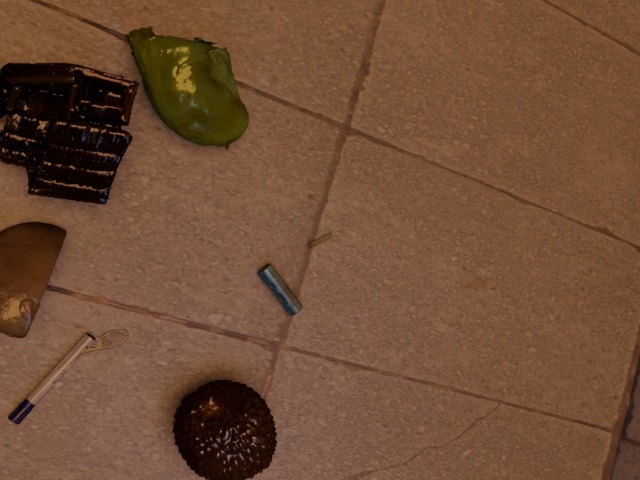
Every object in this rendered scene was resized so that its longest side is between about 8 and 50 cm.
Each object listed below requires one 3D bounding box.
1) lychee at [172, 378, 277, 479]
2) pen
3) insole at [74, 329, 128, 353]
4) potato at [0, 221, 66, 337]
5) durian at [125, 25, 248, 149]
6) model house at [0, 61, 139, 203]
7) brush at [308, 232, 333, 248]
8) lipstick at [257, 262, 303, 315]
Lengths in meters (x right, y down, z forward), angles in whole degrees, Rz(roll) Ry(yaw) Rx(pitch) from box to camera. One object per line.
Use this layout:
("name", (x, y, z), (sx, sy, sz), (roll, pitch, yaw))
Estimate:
("lychee", (-0.240, 0.498, 1.626), (0.268, 0.267, 0.267), (0, 91, -22))
("pen", (-0.656, 0.337, 1.561), (0.033, 0.033, 0.269), (45, 76, -17))
("insole", (-0.557, 0.259, 1.617), (0.135, 0.002, 0.045), (-14, 96, -21))
("potato", (-0.719, 0.062, 1.447), (0.211, 0.189, 0.264), (25, 82, -20))
("durian", (-0.316, -0.385, 1.599), (0.256, 0.204, 0.339), (-21, 100, -32))
("model house", (-0.602, -0.237, 1.434), (0.317, 0.297, 0.282), (12, 81, -24))
("brush", (0.000, 0.000, 1.831), (0.084, 0.013, 0.016), (-27, 94, -27))
("lipstick", (-0.111, 0.138, 1.769), (0.048, 0.048, 0.158), (-40, 105, -16))
